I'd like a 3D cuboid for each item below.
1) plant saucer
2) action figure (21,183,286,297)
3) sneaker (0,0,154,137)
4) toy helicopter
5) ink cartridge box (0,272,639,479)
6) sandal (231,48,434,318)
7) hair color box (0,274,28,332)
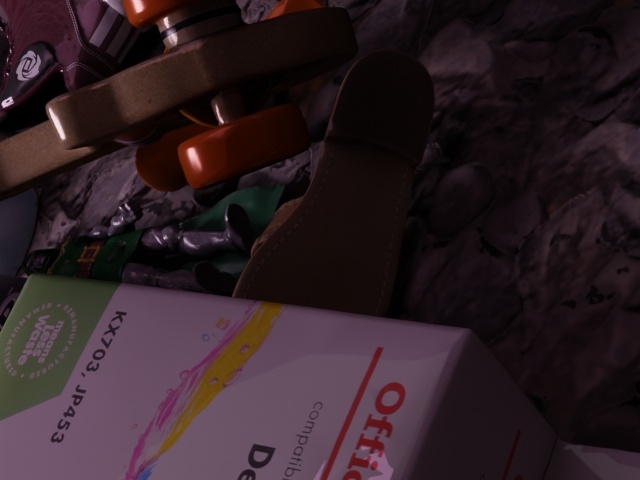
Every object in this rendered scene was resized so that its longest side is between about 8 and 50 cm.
[{"bbox_3d":[-0.325,0.017,1.342,0.195,0.037,0.195,-32,37,28],"label":"plant saucer"},{"bbox_3d":[-0.137,0.018,1.094,0.232,0.063,0.137,-6,46,45],"label":"action figure"},{"bbox_3d":[-0.271,-0.170,1.398,0.281,0.106,0.162,9,68,52],"label":"sneaker"},{"bbox_3d":[-0.131,-0.091,1.086,0.355,0.140,0.235,-19,3,29],"label":"toy helicopter"},{"bbox_3d":[-0.026,0.141,0.727,0.353,0.119,0.207,5,61,36],"label":"ink cartridge box"},{"bbox_3d":[0.006,0.003,0.943,0.079,0.088,0.240,123,169,-75],"label":"sandal"},{"bbox_3d":[-0.234,0.126,1.059,0.374,0.113,0.185,4,61,52],"label":"hair color box"}]
